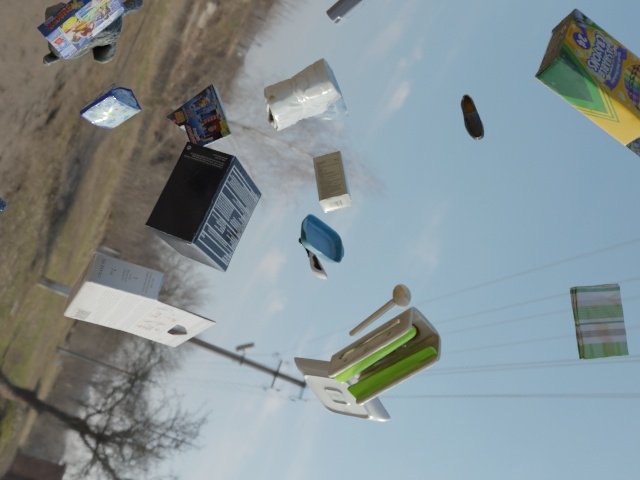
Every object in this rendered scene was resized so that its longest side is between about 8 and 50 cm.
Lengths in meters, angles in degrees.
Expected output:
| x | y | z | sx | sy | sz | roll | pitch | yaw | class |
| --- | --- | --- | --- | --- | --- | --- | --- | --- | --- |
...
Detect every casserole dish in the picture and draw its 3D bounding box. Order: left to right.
| x | y | z | sx | sy | sz | roll | pitch | yaw | class |
| --- | --- | --- | --- | --- | --- | --- | --- | --- | --- |
| 0.000 | 0.000 | 1.944 | 0.037 | 0.188 | 0.114 | -24 | -133 | 32 | casserole dish |

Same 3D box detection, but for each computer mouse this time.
| x | y | z | sx | sy | sz | roll | pitch | yaw | class |
| --- | --- | --- | --- | --- | --- | --- | --- | --- | --- |
| -0.028 | 0.077 | 2.436 | 0.042 | 0.106 | 0.193 | -27 | -134 | -4 | computer mouse |

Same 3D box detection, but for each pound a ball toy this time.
| x | y | z | sx | sy | sz | roll | pitch | yaw | class |
| --- | --- | --- | --- | --- | --- | --- | --- | --- | --- |
| 0.155 | 0.249 | 1.662 | 0.319 | 0.208 | 0.136 | -37 | -165 | 26 | pound a ball toy |

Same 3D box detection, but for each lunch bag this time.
| x | y | z | sx | sy | sz | roll | pitch | yaw | class |
| --- | --- | --- | --- | --- | --- | --- | --- | --- | --- |
| -0.656 | -0.417 | 2.025 | 0.128 | 0.096 | 0.151 | -30 | 179 | 15 | lunch bag |

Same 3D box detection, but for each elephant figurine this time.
| x | y | z | sx | sy | sz | roll | pitch | yaw | class |
| --- | --- | --- | --- | --- | --- | --- | --- | --- | --- |
| -0.627 | -0.581 | 1.807 | 0.169 | 0.239 | 0.186 | -52 | 146 | -63 | elephant figurine |

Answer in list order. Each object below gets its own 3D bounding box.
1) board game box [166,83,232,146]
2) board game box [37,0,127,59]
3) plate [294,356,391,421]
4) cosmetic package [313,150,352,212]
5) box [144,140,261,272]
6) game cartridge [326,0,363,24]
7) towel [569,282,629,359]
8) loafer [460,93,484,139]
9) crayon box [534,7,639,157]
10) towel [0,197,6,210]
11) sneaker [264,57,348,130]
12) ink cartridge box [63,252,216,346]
| x | y | z | sx | sy | sz | roll | pitch | yaw | class |
| --- | --- | --- | --- | --- | --- | --- | --- | --- | --- |
| -0.423 | -0.414 | 2.270 | 0.060 | 0.194 | 0.194 | 29 | 40 | -81 | board game box |
| -0.574 | -0.538 | 1.587 | 0.201 | 0.035 | 0.136 | -42 | 176 | -6 | board game box |
| 0.063 | 0.503 | 2.165 | 0.277 | 0.278 | 0.045 | -3 | -141 | 41 | plate |
| 0.023 | -0.116 | 1.279 | 0.041 | 0.060 | 0.115 | 64 | 16 | -53 | cosmetic package |
| -0.353 | -0.098 | 2.022 | 0.296 | 0.182 | 0.294 | 61 | 50 | -67 | box |
| 0.112 | -0.742 | 2.009 | 0.196 | 0.060 | 0.294 | -34 | -168 | 13 | game cartridge |
| 0.580 | 0.167 | 1.352 | 0.023 | 0.113 | 0.152 | 128 | -42 | -78 | towel |
| 0.525 | -0.430 | 2.277 | 0.062 | 0.061 | 0.170 | -22 | -109 | 13 | loafer |
| 0.668 | -0.365 | 1.514 | 0.083 | 0.323 | 0.203 | -43 | -165 | 55 | crayon box |
| -0.920 | -0.120 | 1.779 | 0.067 | 0.119 | 0.029 | 34 | -83 | 54 | towel |
| -0.037 | -0.302 | 1.420 | 0.169 | 0.108 | 0.292 | -22 | 174 | 9 | sneaker |
| -0.378 | 0.135 | 1.365 | 0.296 | 0.261 | 0.066 | -32 | -138 | 56 | ink cartridge box |
